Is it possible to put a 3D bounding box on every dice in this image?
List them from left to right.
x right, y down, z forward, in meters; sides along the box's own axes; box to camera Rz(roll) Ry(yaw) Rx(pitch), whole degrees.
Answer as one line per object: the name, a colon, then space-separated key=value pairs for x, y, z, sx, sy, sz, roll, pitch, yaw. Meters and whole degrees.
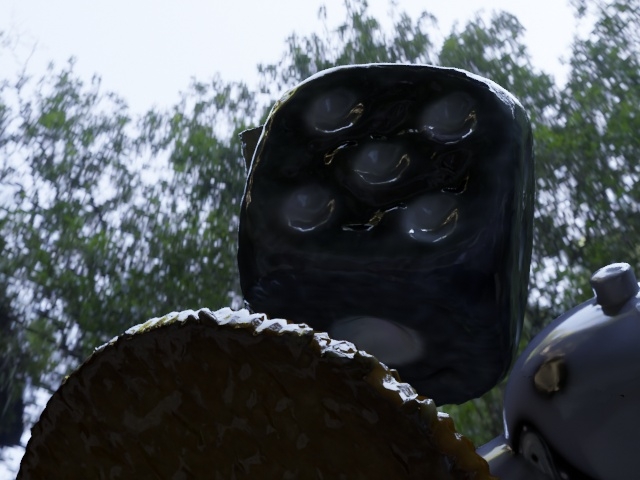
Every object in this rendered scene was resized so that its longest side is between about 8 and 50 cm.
dice: x=0.052 y=-0.003 z=0.774 sx=0.181 sy=0.183 sz=0.182 roll=6 pitch=-32 yaw=14

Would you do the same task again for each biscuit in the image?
biscuit: x=-0.027 y=0.175 z=0.495 sx=0.305 sy=0.038 sz=0.305 roll=6 pitch=-79 yaw=34

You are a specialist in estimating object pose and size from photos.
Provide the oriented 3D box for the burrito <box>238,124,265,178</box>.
burrito: x=0.004 y=-0.001 z=1.283 sx=0.143 sy=0.105 sz=0.299 roll=-19 pitch=-89 yaw=5

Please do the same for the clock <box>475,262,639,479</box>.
clock: x=0.160 y=0.132 z=0.485 sx=0.189 sy=0.189 sz=0.254 roll=-27 pitch=-77 yaw=11
